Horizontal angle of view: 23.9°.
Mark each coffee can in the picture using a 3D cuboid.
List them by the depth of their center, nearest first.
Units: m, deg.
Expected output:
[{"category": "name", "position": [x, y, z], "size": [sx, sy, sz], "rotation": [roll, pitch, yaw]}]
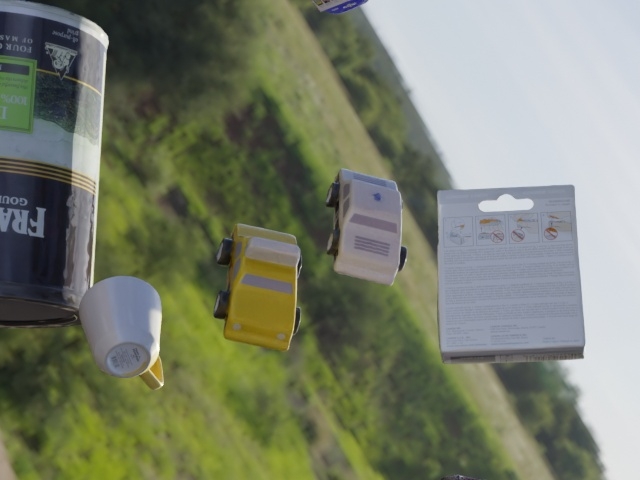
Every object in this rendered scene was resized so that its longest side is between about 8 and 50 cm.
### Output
[{"category": "coffee can", "position": [-0.308, -0.066, 1.432], "size": [0.201, 0.202, 0.275], "rotation": [47, 43, -74]}]

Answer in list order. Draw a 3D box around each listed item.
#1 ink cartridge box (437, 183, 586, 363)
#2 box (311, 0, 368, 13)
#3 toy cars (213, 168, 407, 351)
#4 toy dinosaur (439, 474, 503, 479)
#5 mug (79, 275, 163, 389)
[{"category": "ink cartridge box", "position": [0.189, 0.034, 1.527], "size": [0.045, 0.145, 0.179], "rotation": [73, 16, -63]}, {"category": "box", "position": [0.005, -0.339, 1.885], "size": [0.136, 0.081, 0.028], "rotation": [43, 42, -41]}, {"category": "toy cars", "position": [0.000, 0.000, 1.883], "size": [0.176, 0.394, 0.087], "rotation": [40, -47, 20]}, {"category": "toy dinosaur", "position": [0.173, 0.253, 0.803], "size": [0.127, 0.200, 0.295], "rotation": [-14, 96, -55]}, {"category": "mug", "position": [-0.140, 0.072, 1.130], "size": [0.078, 0.062, 0.064], "rotation": [23, 26, -26]}]
